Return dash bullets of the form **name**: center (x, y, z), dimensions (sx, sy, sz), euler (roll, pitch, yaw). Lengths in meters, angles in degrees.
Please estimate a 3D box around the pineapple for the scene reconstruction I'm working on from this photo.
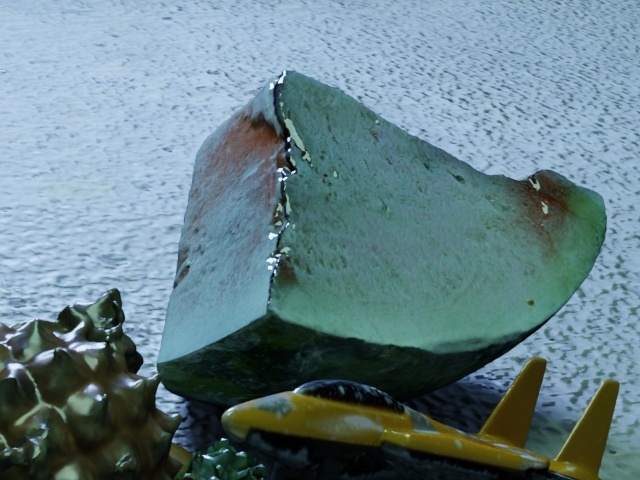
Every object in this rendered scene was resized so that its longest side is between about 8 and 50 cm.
- **pineapple**: center (-0.136, 0.104, 0.835), dimensions (0.166, 0.166, 0.193), euler (13, 66, 28)

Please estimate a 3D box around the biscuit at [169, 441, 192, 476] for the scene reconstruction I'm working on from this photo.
- **biscuit**: center (-0.220, 0.127, 0.998), dimensions (0.291, 0.062, 0.237), euler (-6, 22, -25)

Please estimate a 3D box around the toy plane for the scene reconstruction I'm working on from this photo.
- **toy plane**: center (0.049, 0.118, 0.944), dimensions (0.204, 0.103, 0.316), euler (17, 9, 37)

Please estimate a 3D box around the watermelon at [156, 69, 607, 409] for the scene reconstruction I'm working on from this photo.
- **watermelon**: center (0.000, 0.000, 1.148), dimensions (0.320, 0.213, 0.289), euler (-20, 6, -32)

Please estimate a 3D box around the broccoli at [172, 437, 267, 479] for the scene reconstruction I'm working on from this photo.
- **broccoli**: center (-0.061, 0.202, 0.734), dimensions (0.194, 0.194, 0.219), euler (-3, 43, -13)
